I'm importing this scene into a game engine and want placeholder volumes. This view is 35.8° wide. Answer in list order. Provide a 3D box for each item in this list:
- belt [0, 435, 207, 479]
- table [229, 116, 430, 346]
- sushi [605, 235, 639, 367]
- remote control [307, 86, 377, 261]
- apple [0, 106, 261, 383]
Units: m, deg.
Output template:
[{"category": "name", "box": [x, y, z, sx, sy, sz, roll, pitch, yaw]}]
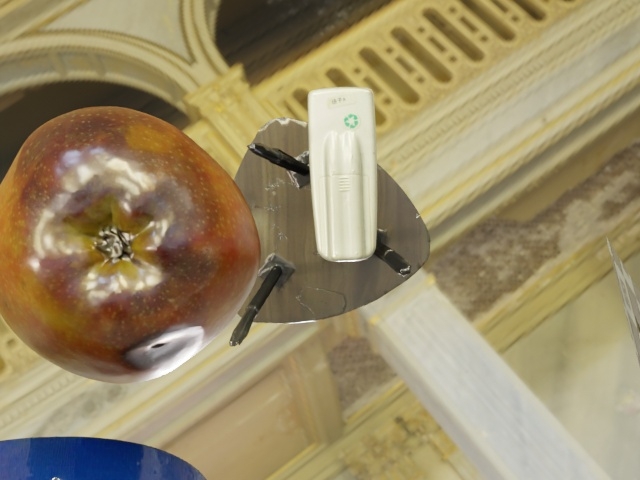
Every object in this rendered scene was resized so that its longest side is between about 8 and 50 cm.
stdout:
[{"category": "belt", "box": [-0.261, 0.281, 0.841, 0.347, 0.117, 0.212, -10, -52, -1]}, {"category": "table", "box": [0.000, 0.000, 1.351, 0.317, 0.317, 0.249, -45, 2, 9]}, {"category": "sushi", "box": [0.383, 0.193, 0.980, 0.064, 0.343, 0.359, -16, 15, 11]}, {"category": "remote control", "box": [0.031, -0.087, 1.310, 0.090, 0.230, 0.049, -3, 5, 3]}, {"category": "apple", "box": [-0.165, 0.003, 0.803, 0.230, 0.230, 0.230, -30, -29, -19]}]
